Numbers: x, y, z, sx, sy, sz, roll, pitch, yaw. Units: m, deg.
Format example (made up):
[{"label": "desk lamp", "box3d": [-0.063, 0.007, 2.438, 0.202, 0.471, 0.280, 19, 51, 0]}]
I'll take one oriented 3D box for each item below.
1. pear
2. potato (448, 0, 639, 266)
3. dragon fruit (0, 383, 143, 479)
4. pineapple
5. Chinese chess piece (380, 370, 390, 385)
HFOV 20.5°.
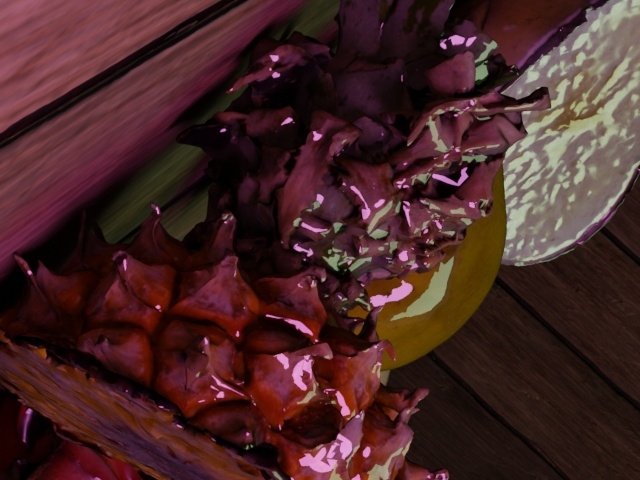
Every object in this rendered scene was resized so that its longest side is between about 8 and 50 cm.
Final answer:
[{"label": "pear", "box3d": [0.030, -0.016, 1.103, 0.198, 0.198, 0.198, -47, 177, -3]}, {"label": "potato", "box3d": [0.171, -0.145, 1.547, 0.246, 0.196, 0.299, -12, 138, -35]}, {"label": "dragon fruit", "box3d": [-0.109, 0.135, 1.071, 0.274, 0.192, 0.193, -51, -179, 20]}, {"label": "pineapple", "box3d": [0.000, 0.000, 0.863, 0.271, 0.262, 0.262, -60, -179, -16]}, {"label": "Chinese chess piece", "box3d": [-0.053, 0.120, 1.597, 0.251, 0.097, 0.251, -27, -152, 15]}]
